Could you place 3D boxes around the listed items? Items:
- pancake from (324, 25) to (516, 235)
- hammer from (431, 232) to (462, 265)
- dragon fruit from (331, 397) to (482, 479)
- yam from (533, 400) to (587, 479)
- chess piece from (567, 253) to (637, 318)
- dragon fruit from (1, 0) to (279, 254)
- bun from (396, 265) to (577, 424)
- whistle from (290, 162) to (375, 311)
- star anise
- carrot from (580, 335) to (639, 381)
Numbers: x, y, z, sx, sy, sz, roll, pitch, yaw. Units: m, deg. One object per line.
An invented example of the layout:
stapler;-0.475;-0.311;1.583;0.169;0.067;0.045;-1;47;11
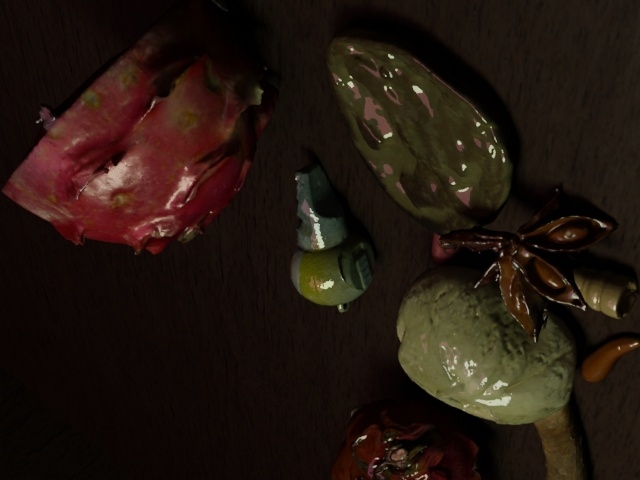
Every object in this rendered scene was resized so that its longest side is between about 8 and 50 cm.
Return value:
pancake;0.117;-0.123;1.777;0.294;0.049;0.294;36;152;23
hammer;0.161;-0.003;1.907;0.043;0.043;0.083;35;151;23
dragon fruit;0.135;0.357;2.300;0.250;0.250;0.315;30;137;31
yam;0.331;0.300;2.088;0.066;0.066;0.300;26;147;37
chess piece;0.298;0.047;1.745;0.122;0.066;0.066;18;145;34
dragon fruit;-0.207;-0.131;1.942;0.249;0.371;0.386;44;116;-8
bun;0.198;0.141;1.922;0.243;0.153;0.244;26;150;16
whistle;0.000;0.000;2.086;0.123;0.123;0.223;13;128;50
star anise;0.239;0.034;1.714;0.212;0.053;0.157;-20;82;31
carrot;0.347;0.142;1.849;0.035;0.035;0.142;43;151;5
